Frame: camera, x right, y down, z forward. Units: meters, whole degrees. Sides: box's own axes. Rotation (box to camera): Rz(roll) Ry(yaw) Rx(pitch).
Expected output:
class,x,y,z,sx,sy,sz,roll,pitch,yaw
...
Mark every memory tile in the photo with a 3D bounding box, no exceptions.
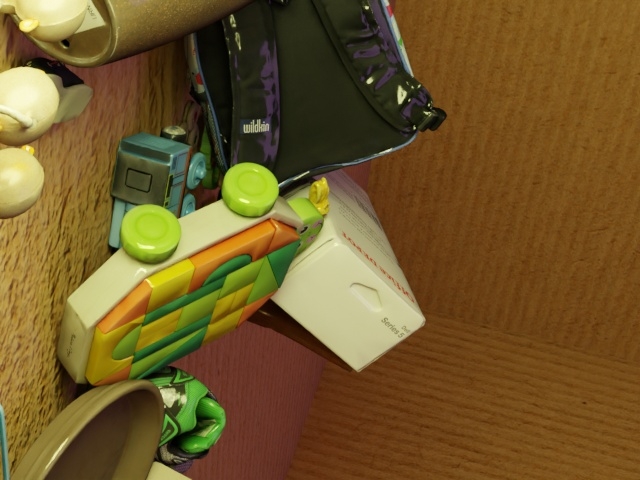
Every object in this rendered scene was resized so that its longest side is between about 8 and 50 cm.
class,x,y,z,sx,sy,sz,roll,pitch,yaw
memory tile,-0.171,-0.089,1.538,0.148,0.012,0.113,96,11,-49

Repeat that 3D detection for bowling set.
class,x,y,z,sx,sy,sz,roll,pitch,yaw
bowling set,-0.221,-0.032,0.706,0.287,0.154,0.200,-67,168,-49

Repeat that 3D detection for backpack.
class,x,y,z,sx,sy,sz,roll,pitch,yaw
backpack,-0.032,-0.214,1.382,0.213,0.276,0.263,-130,-158,-58

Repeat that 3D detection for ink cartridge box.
class,x,y,z,sx,sy,sz,roll,pitch,yaw
ink cartridge box,0.000,0.000,1.551,0.198,0.114,0.273,42,16,-37

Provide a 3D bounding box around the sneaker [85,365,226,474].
class,x,y,z,sx,sy,sz,roll,pitch,yaw
sneaker,-0.188,0.236,1.499,0.343,0.146,0.134,85,20,-70

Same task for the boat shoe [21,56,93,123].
class,x,y,z,sx,sy,sz,roll,pitch,yaw
boat shoe,-0.224,-0.119,0.983,0.049,0.042,0.133,-52,176,10

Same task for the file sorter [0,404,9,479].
class,x,y,z,sx,sy,sz,roll,pitch,yaw
file sorter,-0.286,0.179,0.808,0.170,0.104,0.118,-68,170,-50

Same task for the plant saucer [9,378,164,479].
class,x,y,z,sx,sy,sz,roll,pitch,yaw
plant saucer,-0.251,0.258,1.250,0.278,0.041,0.278,-55,161,-29

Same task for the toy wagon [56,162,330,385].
class,x,y,z,sx,sy,sz,roll,pitch,yaw
toy wagon,-0.111,0.030,1.291,0.344,0.068,0.267,-26,157,-32

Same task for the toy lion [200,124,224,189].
class,x,y,z,sx,sy,sz,roll,pitch,yaw
toy lion,-0.140,-0.114,1.610,0.096,0.034,0.100,-54,152,-79

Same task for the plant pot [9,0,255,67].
class,x,y,z,sx,sy,sz,roll,pitch,yaw
plant pot,-0.130,-0.237,0.936,0.230,0.215,0.215,-52,159,-38

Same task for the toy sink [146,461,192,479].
class,x,y,z,sx,sy,sz,roll,pitch,yaw
toy sink,-0.219,0.383,1.470,0.234,0.131,0.153,-43,-159,50

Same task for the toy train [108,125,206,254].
class,x,y,z,sx,sy,sz,roll,pitch,yaw
toy train,-0.181,-0.032,1.336,0.105,0.080,0.184,-33,139,-67

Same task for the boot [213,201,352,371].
class,x,y,z,sx,sy,sz,roll,pitch,yaw
boot,-0.044,0.052,1.685,0.264,0.280,0.096,-59,167,-69
